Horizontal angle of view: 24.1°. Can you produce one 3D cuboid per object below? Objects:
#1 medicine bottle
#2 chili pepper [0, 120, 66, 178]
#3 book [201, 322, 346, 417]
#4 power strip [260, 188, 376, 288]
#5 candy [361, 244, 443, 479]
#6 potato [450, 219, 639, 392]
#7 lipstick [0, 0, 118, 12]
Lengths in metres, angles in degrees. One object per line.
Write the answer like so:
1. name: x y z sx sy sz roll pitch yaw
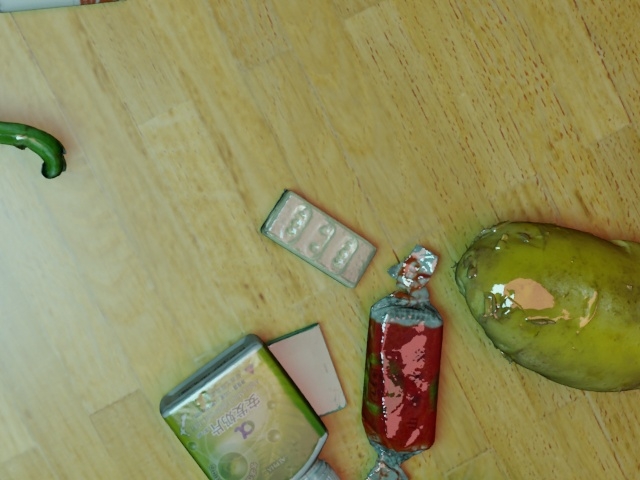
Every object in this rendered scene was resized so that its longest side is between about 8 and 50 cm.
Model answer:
1. medicine bottle: -0.064 0.210 1.570 0.132 0.088 0.188 -37 98 -4
2. chili pepper: -0.385 -0.107 1.472 0.261 0.174 0.165 -7 69 -10
3. book: -0.048 0.160 1.623 0.135 0.017 0.103 -21 97 -7
4. power strip: 0.000 0.000 1.619 0.123 0.032 0.056 33 87 -12
5. candy: 0.088 0.150 1.631 0.086 0.059 0.292 3 93 -13
6. potato: 0.283 0.073 1.627 0.300 0.140 0.173 15 83 -18
7. lipstick: -0.267 -0.260 1.548 0.131 0.038 0.038 -8 94 -11
